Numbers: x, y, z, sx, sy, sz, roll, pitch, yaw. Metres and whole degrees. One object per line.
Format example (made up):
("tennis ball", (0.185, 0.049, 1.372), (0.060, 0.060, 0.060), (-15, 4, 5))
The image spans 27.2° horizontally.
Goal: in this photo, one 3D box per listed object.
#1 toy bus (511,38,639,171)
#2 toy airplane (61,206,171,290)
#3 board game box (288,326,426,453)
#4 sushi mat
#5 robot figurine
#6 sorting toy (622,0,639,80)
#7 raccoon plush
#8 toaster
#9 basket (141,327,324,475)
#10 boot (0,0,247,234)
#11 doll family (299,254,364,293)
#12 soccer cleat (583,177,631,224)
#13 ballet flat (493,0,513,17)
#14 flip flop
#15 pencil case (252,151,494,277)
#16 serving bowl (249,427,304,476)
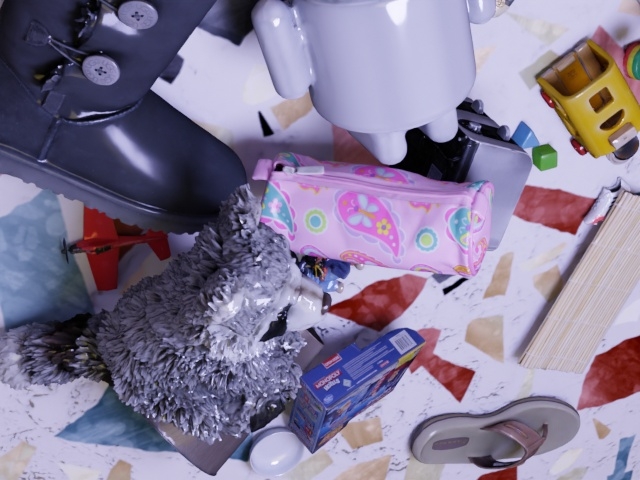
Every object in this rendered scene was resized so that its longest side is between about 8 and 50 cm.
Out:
("toy bus", (0.377, -0.163, 1.761), (0.202, 0.104, 0.191), (-1, 121, -21))
("toy airplane", (-0.249, 0.003, 1.658), (0.151, 0.028, 0.151), (-10, 123, -16))
("board game box", (0.033, 0.212, 1.849), (0.194, 0.060, 0.194), (-29, 160, -34))
("sushi mat", (0.416, 0.069, 1.963), (0.151, 0.019, 0.316), (7, 119, -42))
("robot figurine", (0.066, -0.264, 1.509), (0.300, 0.200, 0.353), (-26, 128, -18))
("sorting toy", (0.449, -0.344, 1.696), (0.274, 0.046, 0.132), (-52, 130, -11))
("raccoon plush", (-0.205, 0.099, 1.521), (0.446, 0.216, 0.299), (-13, 149, 3))
("toaster", (0.168, -0.082, 1.687), (0.110, 0.168, 0.185), (6, 117, -27))
("basket", (-0.121, 0.164, 1.742), (0.227, 0.154, 0.204), (-42, 112, 1))
("boot", (-0.155, -0.219, 1.407), (0.367, 0.146, 0.445), (14, 131, -28))
("doll family", (0.000, 0.000, 1.714), (0.111, 0.076, 0.193), (-3, 100, -44))
("soccer cleat", (0.406, -0.056, 1.891), (0.083, 0.029, 0.035), (-37, 118, 0))
("ballet flat", (0.245, -0.350, 1.622), (0.057, 0.049, 0.173), (15, 114, -28))
("flip flop", (0.275, 0.310, 2.036), (0.277, 0.080, 0.112), (-3, 122, -20))
("pencil case", (0.062, -0.033, 1.574), (0.284, 0.124, 0.124), (10, 125, 18))
("serving bowl", (-0.066, 0.303, 1.925), (0.083, 0.027, 0.083), (-10, 124, -15))
